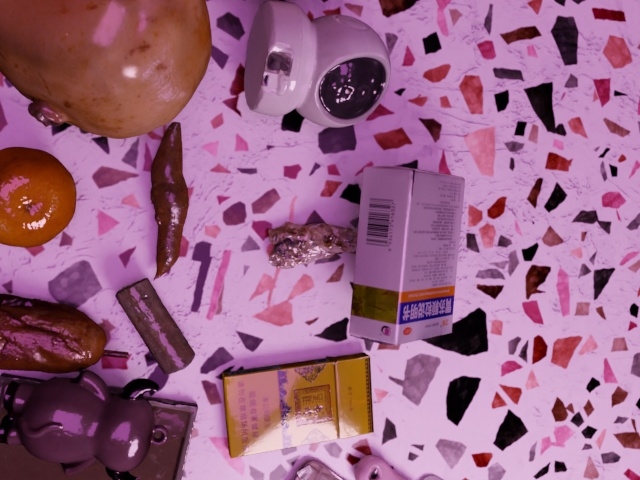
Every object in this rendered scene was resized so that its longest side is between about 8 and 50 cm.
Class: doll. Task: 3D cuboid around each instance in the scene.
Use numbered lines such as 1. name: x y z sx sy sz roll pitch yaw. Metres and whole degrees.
1. doll: -0.378 0.299 1.077 0.258 0.117 0.181 10 93 -15

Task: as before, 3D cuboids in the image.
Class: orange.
1. orange: -0.464 -0.069 1.036 0.159 0.136 0.158 -11 111 -29

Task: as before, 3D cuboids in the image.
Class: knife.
1. knife: 0.210 0.510 1.337 0.336 0.043 0.081 30 72 -22

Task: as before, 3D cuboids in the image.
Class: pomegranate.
1. pomegranate: -0.325 -0.307 0.969 0.333 0.332 0.332 -1 95 -16

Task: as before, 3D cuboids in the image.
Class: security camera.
1. security camera: 0.002 -0.293 1.131 0.236 0.194 0.194 6 93 -22

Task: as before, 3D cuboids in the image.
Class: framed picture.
1. framed picture: -0.403 0.376 1.148 0.335 0.022 0.247 13 90 -16

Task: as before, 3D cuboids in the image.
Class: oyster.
1. oyster: -0.002 0.000 1.210 0.200 0.061 0.106 -23 100 -6

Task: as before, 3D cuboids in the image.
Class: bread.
1. bread: -0.484 0.156 1.075 0.344 0.084 0.124 13 91 -17

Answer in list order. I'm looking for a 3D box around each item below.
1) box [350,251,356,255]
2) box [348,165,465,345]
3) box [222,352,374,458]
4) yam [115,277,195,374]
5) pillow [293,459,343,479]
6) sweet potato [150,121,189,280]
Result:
1. box: 0.100 0.019 1.270 0.083 0.012 0.046 23 87 -15
2. box: 0.159 0.024 1.193 0.200 0.106 0.299 0 97 -52
3. box: -0.039 0.304 1.240 0.279 0.041 0.152 -5 95 -15
4. yam: -0.284 0.147 1.143 0.068 0.068 0.169 -31 98 -12
5. pillow: 0.033 0.520 1.276 0.233 0.038 0.130 33 73 -18
6. sweet potato: -0.258 -0.064 1.135 0.067 0.067 0.273 3 96 -16
